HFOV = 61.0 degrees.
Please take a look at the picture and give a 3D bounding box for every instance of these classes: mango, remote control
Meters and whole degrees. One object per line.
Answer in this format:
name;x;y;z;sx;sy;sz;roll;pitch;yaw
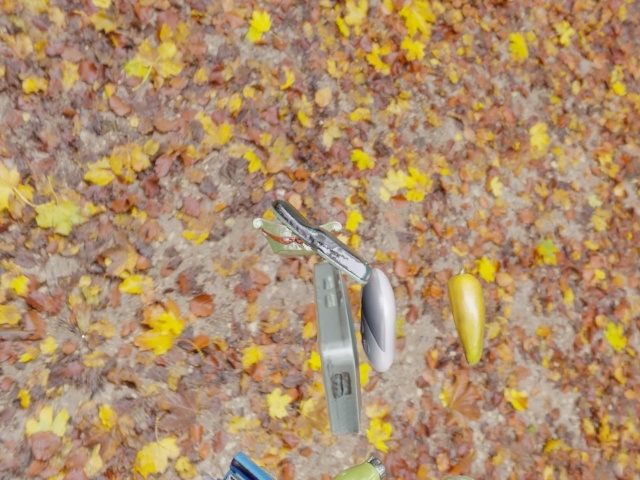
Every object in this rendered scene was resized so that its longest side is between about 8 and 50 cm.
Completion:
mango;0.277;0.142;1.018;0.066;0.101;0.188;-6;87;13
remote control;0.000;0.000;0.955;0.222;0.072;0.042;39;98;16
remote control;0.172;0.240;1.631;0.103;0.221;0.332;-5;119;-6

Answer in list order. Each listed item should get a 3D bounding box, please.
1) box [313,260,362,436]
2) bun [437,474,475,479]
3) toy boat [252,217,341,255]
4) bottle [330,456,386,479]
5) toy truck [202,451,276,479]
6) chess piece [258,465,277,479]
box;0.047;0.311;1.603;0.111;0.396;0.397;-6;39;-1
bun;0.261;0.495;0.916;0.118;0.195;0.196;-21;90;1
toy boat;-0.048;-0.008;1.112;0.184;0.089;0.071;1;76;-9
bottle;0.077;0.699;1.504;0.260;0.112;0.112;-24;91;-38
toy truck;-0.233;0.670;1.217;0.146;0.175;0.367;29;81;30
chess piece;-0.170;0.739;1.460;0.182;0.330;0.183;2;83;-15
